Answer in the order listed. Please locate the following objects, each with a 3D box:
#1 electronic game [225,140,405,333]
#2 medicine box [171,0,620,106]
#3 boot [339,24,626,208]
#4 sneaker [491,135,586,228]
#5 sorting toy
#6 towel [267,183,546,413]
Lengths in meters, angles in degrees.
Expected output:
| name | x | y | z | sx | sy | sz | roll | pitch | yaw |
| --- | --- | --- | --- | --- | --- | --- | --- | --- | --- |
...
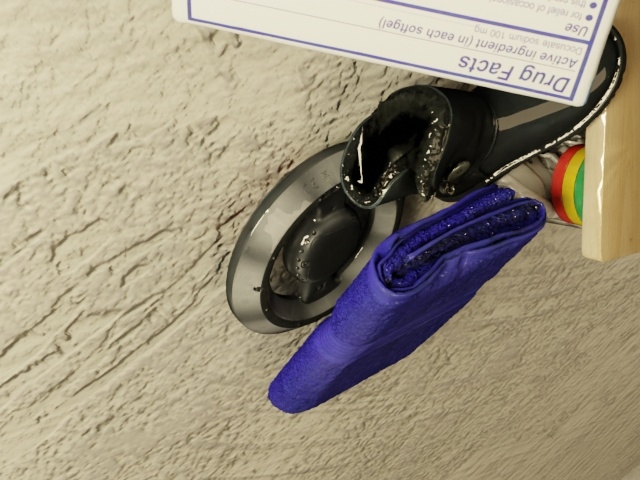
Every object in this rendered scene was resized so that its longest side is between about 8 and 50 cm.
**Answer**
| name | x | y | z | sx | sy | sz | roll | pitch | yaw |
| --- | --- | --- | --- | --- | --- | --- | --- | --- | --- |
| electronic game | 0.000 | 0.000 | 0.981 | 0.229 | 0.048 | 0.229 | -32 | 145 | -26 |
| medicine box | 0.061 | -0.252 | 0.555 | 0.289 | 0.264 | 0.149 | 98 | 8 | -45 |
| boot | 0.150 | -0.114 | 0.885 | 0.246 | 0.094 | 0.207 | -40 | 164 | 26 |
| sneaker | 0.249 | -0.083 | 1.113 | 0.281 | 0.105 | 0.115 | 10 | 92 | -46 |
| sorting toy | 0.345 | -0.129 | 1.053 | 0.255 | 0.089 | 0.257 | -11 | 107 | -38 |
| towel | 0.075 | 0.063 | 1.020 | 0.228 | 0.076 | 0.308 | -22 | 160 | -34 |
